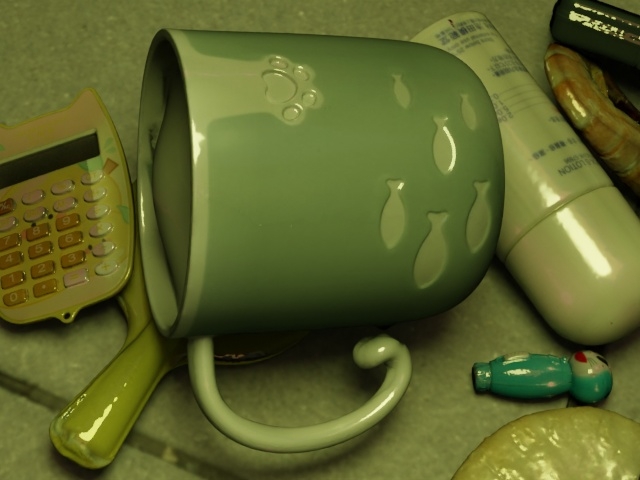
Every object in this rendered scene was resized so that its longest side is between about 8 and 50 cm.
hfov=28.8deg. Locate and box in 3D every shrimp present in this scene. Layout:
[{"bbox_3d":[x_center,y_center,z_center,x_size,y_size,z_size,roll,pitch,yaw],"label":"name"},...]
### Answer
[{"bbox_3d":[0.329,-0.091,1.247,0.296,0.058,0.169,43,32,-11],"label":"shrimp"}]

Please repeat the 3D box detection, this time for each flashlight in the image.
[{"bbox_3d":[0.205,0.128,1.148,0.129,0.051,0.051,-2,64,-1],"label":"flashlight"}]

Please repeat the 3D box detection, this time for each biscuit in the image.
[{"bbox_3d":[0.204,0.249,1.092,0.188,0.040,0.265,41,67,16],"label":"biscuit"}]

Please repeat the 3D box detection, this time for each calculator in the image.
[{"bbox_3d":[-0.247,-0.026,1.162,0.157,0.033,0.236,-17,61,7],"label":"calculator"}]

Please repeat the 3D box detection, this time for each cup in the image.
[{"bbox_3d":[0.000,0.000,1.062,0.274,0.259,0.356,-2,89,-17],"label":"cup"}]

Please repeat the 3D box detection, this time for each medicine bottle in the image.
[{"bbox_3d":[0.199,-0.054,1.188,0.130,0.130,0.341,-27,70,-17],"label":"medicine bottle"}]

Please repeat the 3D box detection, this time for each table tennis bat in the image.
[{"bbox_3d":[-0.121,0.058,1.151,0.224,0.054,0.368,30,61,7],"label":"table tennis bat"}]

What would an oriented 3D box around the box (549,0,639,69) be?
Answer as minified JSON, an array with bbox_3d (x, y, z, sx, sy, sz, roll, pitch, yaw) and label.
[{"bbox_3d":[0.347,-0.196,1.269,0.230,0.160,0.050,21,106,5],"label":"box"}]
